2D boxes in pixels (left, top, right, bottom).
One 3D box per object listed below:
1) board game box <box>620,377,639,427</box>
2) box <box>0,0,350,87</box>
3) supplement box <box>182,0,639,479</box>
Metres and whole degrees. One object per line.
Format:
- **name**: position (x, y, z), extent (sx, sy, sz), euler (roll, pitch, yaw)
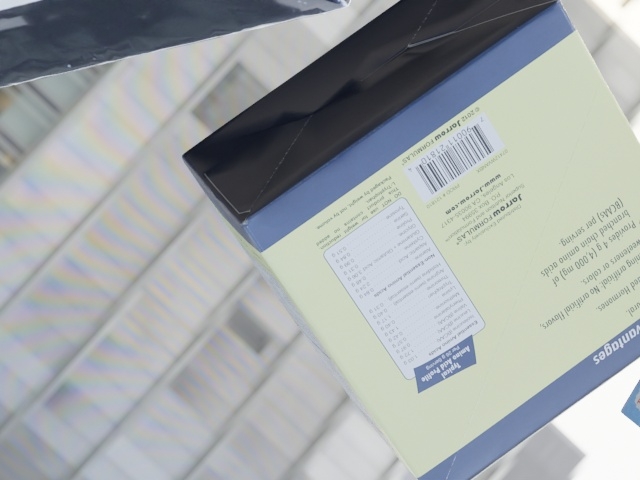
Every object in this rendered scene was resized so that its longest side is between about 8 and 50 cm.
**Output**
- **board game box**: position (0.336, 0.077, 1.521), extent (0.211, 0.039, 0.160), euler (6, 117, -52)
- **box**: position (-0.135, -0.224, 0.769), extent (0.296, 0.183, 0.294), euler (-9, -121, 29)
- **supplement box**: position (0.030, -0.004, 0.442), extent (0.083, 0.083, 0.056), euler (-35, -155, -4)
